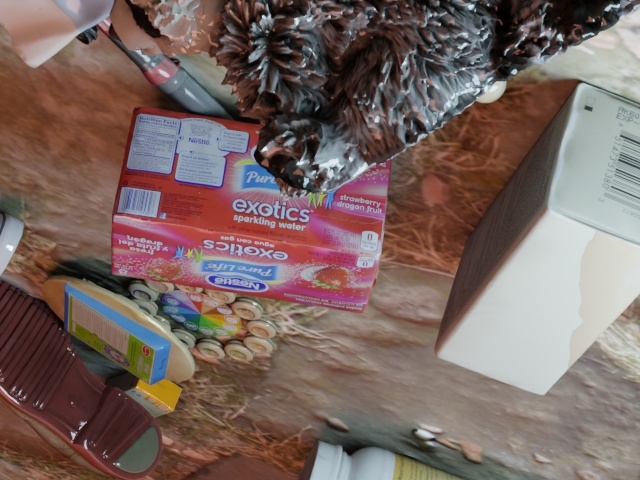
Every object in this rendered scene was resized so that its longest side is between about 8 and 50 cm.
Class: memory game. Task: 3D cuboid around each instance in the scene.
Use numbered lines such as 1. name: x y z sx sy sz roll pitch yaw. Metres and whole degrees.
1. memory game: -0.139 0.090 2.159 0.186 0.012 0.186 14 149 9

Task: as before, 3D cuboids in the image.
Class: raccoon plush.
1. raccoon plush: 0.039 -0.243 1.446 0.446 0.216 0.299 -30 100 5

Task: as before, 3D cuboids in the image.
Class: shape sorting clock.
1. shape sorting clock: -0.236 0.102 2.186 0.206 0.040 0.206 29 157 14

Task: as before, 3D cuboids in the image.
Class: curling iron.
1. curling iron: -0.155 -0.162 1.753 0.274 0.035 0.068 35 167 -33

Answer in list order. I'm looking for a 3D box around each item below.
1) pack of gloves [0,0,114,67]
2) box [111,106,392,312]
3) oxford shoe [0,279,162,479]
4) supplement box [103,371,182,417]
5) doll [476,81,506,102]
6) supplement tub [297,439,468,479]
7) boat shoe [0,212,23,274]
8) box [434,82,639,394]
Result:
1. pack of gloves: -0.265 -0.251 1.606 0.195 0.046 0.232 48 141 -15
2. box: -0.066 -0.028 1.785 0.256 0.128 0.123 8 150 -2
3. oxford shoe: -0.354 0.178 2.285 0.348 0.123 0.130 49 147 -19
4. supplement box: -0.230 0.197 2.354 0.062 0.036 0.098 35 146 -24
5. doll: 0.078 -0.170 1.598 0.189 0.046 0.129 28 149 -14
6. supplement tub: 0.110 0.389 2.287 0.316 0.228 0.228 21 149 -3
7. boat shoe: -0.434 0.012 2.125 0.088 0.096 0.267 31 155 -28
8. box: 0.220 0.008 1.708 0.121 0.148 0.311 21 151 -5
